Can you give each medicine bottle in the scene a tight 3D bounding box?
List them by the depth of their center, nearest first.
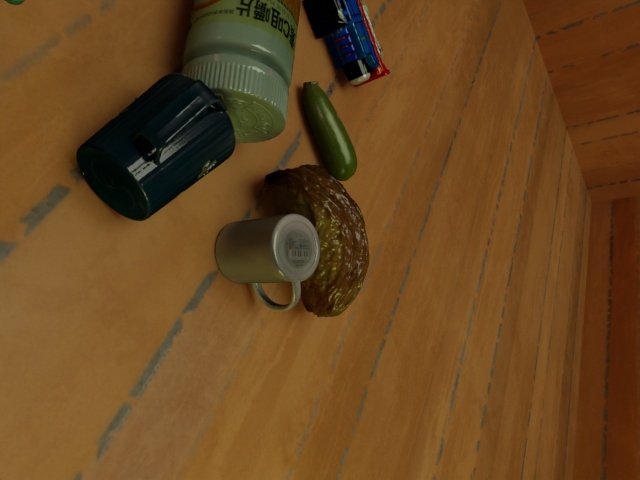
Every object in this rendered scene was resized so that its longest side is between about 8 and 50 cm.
[{"bbox_3d":[-0.112,-0.321,0.738,0.158,0.158,0.318,23,65,-47],"label":"medicine bottle"}]

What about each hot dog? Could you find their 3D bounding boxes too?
[{"bbox_3d":[0.002,-0.003,0.820,0.114,0.175,0.259,-25,106,-26],"label":"hot dog"}]

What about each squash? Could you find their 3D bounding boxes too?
[{"bbox_3d":[0.016,-0.208,0.950,0.066,0.066,0.201,-37,108,-48],"label":"squash"}]

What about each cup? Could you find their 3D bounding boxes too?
[{"bbox_3d":[-0.192,-0.118,0.600,0.131,0.176,0.155,45,55,-11],"label":"cup"},{"bbox_3d":[-0.070,0.028,0.743,0.136,0.133,0.099,55,49,-28],"label":"cup"}]

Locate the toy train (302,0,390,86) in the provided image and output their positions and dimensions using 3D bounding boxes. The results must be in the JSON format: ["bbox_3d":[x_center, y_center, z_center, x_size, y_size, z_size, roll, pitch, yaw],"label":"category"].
[{"bbox_3d":[0.057,-0.420,1.023,0.131,0.082,0.204,-41,113,-47],"label":"toy train"}]

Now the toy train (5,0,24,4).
[{"bbox_3d":[-0.322,-0.268,0.418,0.101,0.248,0.159,-59,141,-14],"label":"toy train"}]
